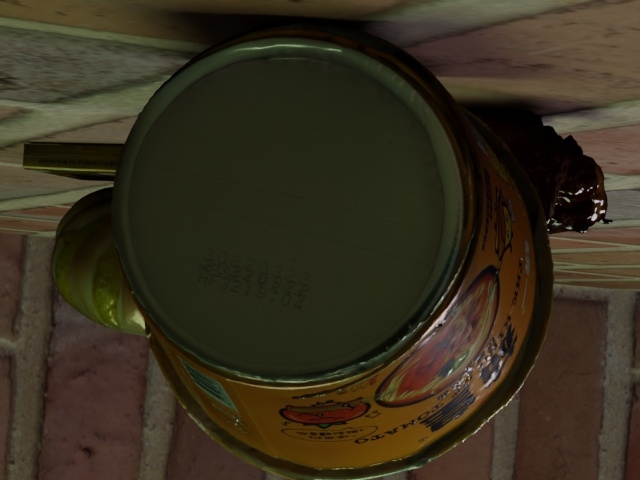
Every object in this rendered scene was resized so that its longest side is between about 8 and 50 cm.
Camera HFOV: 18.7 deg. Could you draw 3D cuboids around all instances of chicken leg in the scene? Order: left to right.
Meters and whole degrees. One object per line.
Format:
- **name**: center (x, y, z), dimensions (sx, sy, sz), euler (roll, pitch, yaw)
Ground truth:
- **chicken leg**: center (0.031, -0.035, 1.233), dimensions (0.158, 0.096, 0.407), euler (-16, -173, -23)

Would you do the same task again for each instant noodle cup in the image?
- **instant noodle cup**: center (0.000, 0.000, 0.920), dimensions (0.216, 0.216, 0.172), euler (4, 168, 10)

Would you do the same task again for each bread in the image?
- **bread**: center (-0.115, 0.004, 1.599), dimensions (0.213, 0.105, 0.213), euler (3, -155, -1)

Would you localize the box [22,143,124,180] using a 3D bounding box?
- **box**: center (-0.158, -0.061, 1.550), dimensions (0.133, 0.023, 0.090), euler (3, 175, 28)
